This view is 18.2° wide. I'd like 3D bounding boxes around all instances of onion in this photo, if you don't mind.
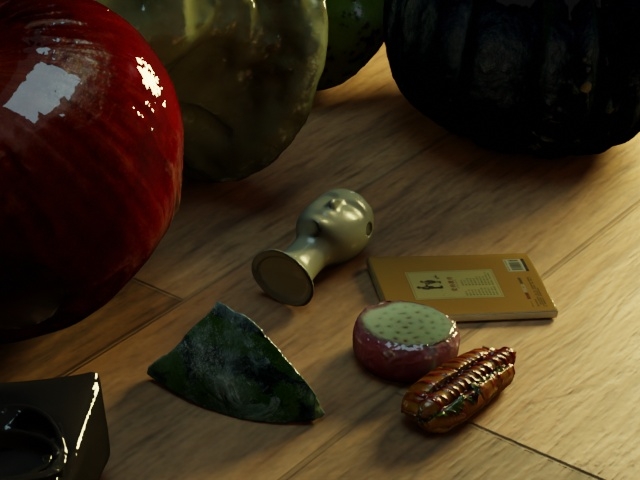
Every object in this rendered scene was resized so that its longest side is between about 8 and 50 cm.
[{"bbox_3d":[-0.294,-0.053,1.843,0.341,0.341,0.341,3,29,-2],"label":"onion"}]

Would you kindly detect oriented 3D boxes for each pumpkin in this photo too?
[{"bbox_3d":[0.248,-0.250,2.304,0.363,0.266,0.363,4,33,-3],"label":"pumpkin"}]

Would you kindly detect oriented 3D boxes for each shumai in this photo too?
[{"bbox_3d":[-0.214,-0.235,2.073,0.323,0.324,0.397,-12,59,-51],"label":"shumai"}]

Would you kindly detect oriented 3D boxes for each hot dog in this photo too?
[{"bbox_3d":[0.131,0.131,1.824,0.062,0.038,0.144,32,39,27],"label":"hot dog"}]

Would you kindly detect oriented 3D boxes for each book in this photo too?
[{"bbox_3d":[0.141,0.047,2.008,0.172,0.012,0.118,-2,29,-11],"label":"book"}]

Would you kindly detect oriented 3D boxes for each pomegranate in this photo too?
[{"bbox_3d":[-0.031,-0.279,2.417,0.214,0.214,0.248,-4,-3,-14],"label":"pomegranate"}]

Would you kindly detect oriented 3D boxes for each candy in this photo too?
[{"bbox_3d":[0.081,0.095,1.883,0.103,0.043,0.103,2,27,-1],"label":"candy"}]

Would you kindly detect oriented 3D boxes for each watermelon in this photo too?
[{"bbox_3d":[-0.066,0.113,1.805,0.155,0.101,0.080,36,29,29],"label":"watermelon"}]

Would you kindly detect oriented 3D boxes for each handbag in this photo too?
[{"bbox_3d":[-0.317,0.199,1.584,0.257,0.113,0.285,2,29,11],"label":"handbag"}]

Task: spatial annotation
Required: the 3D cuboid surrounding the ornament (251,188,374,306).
[{"bbox_3d":[0.000,0.000,2.009,0.075,0.081,0.156,22,38,22],"label":"ornament"}]
